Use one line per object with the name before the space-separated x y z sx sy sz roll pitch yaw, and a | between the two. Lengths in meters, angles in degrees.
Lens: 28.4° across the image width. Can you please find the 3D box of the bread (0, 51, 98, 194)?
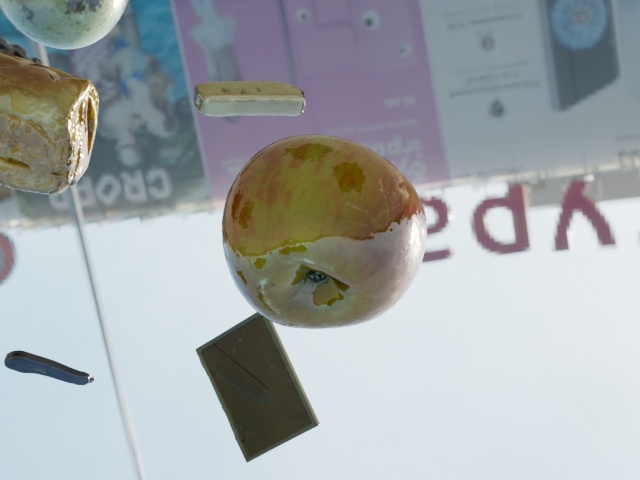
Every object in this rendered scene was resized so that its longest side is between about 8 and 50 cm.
bread | -0.447 -0.171 1.679 0.294 0.166 0.132 12 -159 5

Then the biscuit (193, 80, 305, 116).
biscuit | -0.121 -0.241 2.172 0.188 0.052 0.056 -3 -145 -19

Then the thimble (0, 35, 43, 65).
thimble | -0.522 -0.231 1.924 0.205 0.172 0.236 26 -170 -25

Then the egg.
egg | -0.514 -0.538 2.510 0.288 0.287 0.379 -15 -128 -20

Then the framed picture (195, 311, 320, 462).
framed picture | -0.124 0.281 2.439 0.184 0.250 0.016 -32 166 25

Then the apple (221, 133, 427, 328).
apple | 0.000 0.000 1.803 0.302 0.301 0.301 -10 -166 2

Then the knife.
knife | -0.350 0.168 1.637 0.121 0.031 0.018 22 -141 -22
